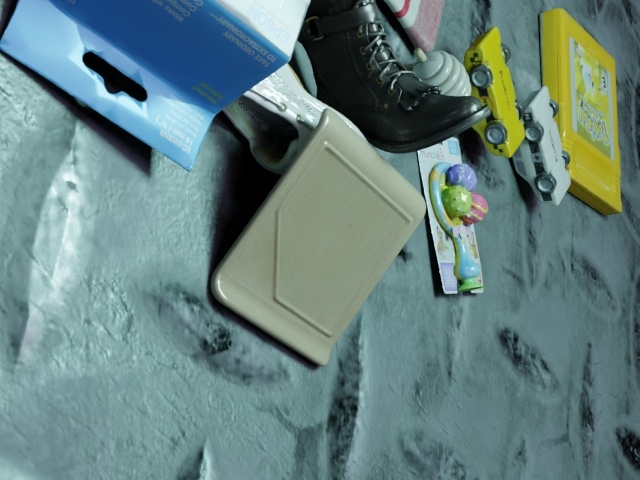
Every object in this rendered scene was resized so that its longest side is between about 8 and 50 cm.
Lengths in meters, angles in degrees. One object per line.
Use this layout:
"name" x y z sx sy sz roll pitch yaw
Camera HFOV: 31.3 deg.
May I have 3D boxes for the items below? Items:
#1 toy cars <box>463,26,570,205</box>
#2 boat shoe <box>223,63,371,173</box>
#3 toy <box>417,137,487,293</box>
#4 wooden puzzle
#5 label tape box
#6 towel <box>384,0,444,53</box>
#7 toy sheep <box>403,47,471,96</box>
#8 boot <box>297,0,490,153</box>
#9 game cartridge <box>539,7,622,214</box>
"toy cars" 0.298 -0.187 1.812 0.393 0.087 0.177 32 61 -53
"boat shoe" -0.037 -0.114 1.272 0.277 0.098 0.096 41 50 -33
"toy" 0.206 -0.043 1.653 0.137 0.056 0.237 3 79 -58
"wooden puzzle" 0.000 0.000 1.278 0.221 0.044 0.239 38 81 -46
"label tape box" -0.124 -0.269 1.085 0.240 0.106 0.334 33 65 -38
"towel" 0.088 -0.451 1.603 0.329 0.037 0.237 45 47 -40
"toy sheep" 0.164 -0.224 1.608 0.132 0.091 0.091 40 50 -44
"boot" 0.059 -0.221 1.312 0.091 0.263 0.229 -33 117 -45
"game cartridge" 0.496 -0.236 2.150 0.285 0.052 0.324 22 63 -53
